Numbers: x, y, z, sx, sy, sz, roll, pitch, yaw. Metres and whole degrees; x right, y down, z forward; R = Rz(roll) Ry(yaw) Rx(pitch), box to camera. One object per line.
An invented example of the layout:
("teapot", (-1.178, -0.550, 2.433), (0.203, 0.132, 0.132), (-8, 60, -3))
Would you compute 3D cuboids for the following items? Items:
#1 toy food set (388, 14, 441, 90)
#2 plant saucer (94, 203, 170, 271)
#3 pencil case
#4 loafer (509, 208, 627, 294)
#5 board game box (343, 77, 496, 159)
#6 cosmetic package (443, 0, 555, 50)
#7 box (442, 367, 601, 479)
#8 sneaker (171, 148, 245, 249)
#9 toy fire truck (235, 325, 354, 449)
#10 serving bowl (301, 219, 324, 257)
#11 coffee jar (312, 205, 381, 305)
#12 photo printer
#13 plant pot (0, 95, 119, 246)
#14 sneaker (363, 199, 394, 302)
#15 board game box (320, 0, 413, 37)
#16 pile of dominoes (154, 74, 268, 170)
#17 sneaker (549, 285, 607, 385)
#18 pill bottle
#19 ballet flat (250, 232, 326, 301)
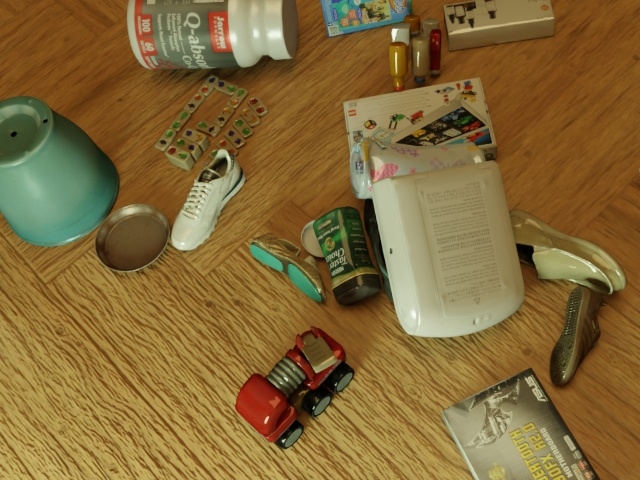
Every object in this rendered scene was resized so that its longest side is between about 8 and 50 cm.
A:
("toy food set", (0.217, -0.426, 1.936), (0.111, 0.104, 0.232), (2, 31, 10))
("plant saucer", (-0.402, -0.002, 1.847), (0.168, 0.029, 0.168), (-4, 60, 7))
("pencil case", (0.193, -0.141, 1.722), (0.273, 0.113, 0.124), (2, 85, -11))
("loafer", (0.450, 0.038, 1.629), (0.268, 0.102, 0.092), (31, 71, 34))
("board game box", (0.211, -0.241, 1.852), (0.305, 0.053, 0.193), (-9, 59, 6))
("cosmetic package", (0.407, -0.505, 1.962), (0.239, 0.060, 0.099), (-8, 61, 6))
("box", (0.343, 0.362, 1.484), (0.183, 0.056, 0.231), (-24, 59, -4))
("sneaker", (-0.253, -0.089, 1.829), (0.090, 0.095, 0.235), (24, 74, 17))
("toy fire truck", (-0.044, 0.245, 1.512), (0.158, 0.246, 0.217), (37, 73, 27))
("serving bowl", (0.000, 0.000, 1.765), (0.083, 0.027, 0.083), (3, 66, -7))
("coffee jar", (0.053, 0.032, 1.689), (0.096, 0.079, 0.184), (-32, 66, 35))
("photo printer", (0.241, 0.020, 1.582), (0.256, 0.107, 0.308), (-12, 88, -23))
("plant pot", (-0.609, -0.167, 1.848), (0.271, 0.255, 0.272), (-5, 60, 8))
("sneaker", (0.146, -0.008, 1.704), (0.101, 0.106, 0.267), (-17, 58, 3))
("board game box", (0.106, -0.563, 1.994), (0.210, 0.160, 0.047), (-10, 59, 4))
("pile of dominoes", (-0.250, -0.269, 1.964), (0.196, 0.040, 0.251), (25, 69, 22))
("sneaker", (0.477, 0.180, 1.557), (0.071, 0.066, 0.188), (21, 80, -15))
("pill bottle", (-0.246, -0.509, 1.999), (0.363, 0.210, 0.210), (1, 61, 12))
("ballet flat", (-0.052, 0.045, 1.734), (0.206, 0.073, 0.067), (36, 58, 22))
